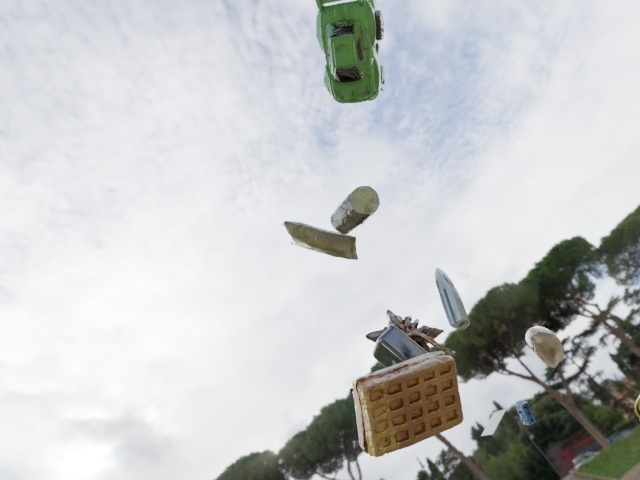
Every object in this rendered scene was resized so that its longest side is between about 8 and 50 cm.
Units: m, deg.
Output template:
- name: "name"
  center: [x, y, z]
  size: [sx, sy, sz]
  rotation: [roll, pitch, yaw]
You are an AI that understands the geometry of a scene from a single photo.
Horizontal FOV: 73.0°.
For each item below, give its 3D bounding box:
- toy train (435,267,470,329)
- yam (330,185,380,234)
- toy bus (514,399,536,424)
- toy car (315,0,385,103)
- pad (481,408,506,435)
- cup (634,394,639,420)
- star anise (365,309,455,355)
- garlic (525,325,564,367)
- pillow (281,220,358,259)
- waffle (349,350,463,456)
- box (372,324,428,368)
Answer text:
- name: "toy train"
  center: [0.415, 0.168, 1.387]
  size: [0.055, 0.252, 0.048]
  rotation: [19, -52, -20]
- name: "yam"
  center: [0.100, -0.087, 1.370]
  size: [0.107, 0.107, 0.183]
  rotation: [-4, -25, -31]
- name: "toy bus"
  center: [0.761, 0.639, 1.607]
  size: [0.038, 0.083, 0.046]
  rotation: [-16, -13, -16]
- name: "toy car"
  center: [0.091, -0.625, 1.395]
  size: [0.213, 0.176, 0.359]
  rotation: [2, -63, 18]
- name: "pad"
  center: [0.759, 0.799, 1.896]
  size: [0.127, 0.004, 0.190]
  rotation: [-51, -19, -19]
- name: "cup"
  center: [1.118, 0.524, 1.360]
  size: [0.185, 0.226, 0.241]
  rotation: [-28, -1, -44]
- name: "star anise"
  center: [0.379, 0.419, 1.854]
  size: [0.292, 0.349, 0.109]
  rotation: [-34, -40, -11]
- name: "garlic"
  center: [0.841, 0.400, 1.617]
  size: [0.112, 0.143, 0.318]
  rotation: [-41, -35, 2]
- name: "pillow"
  center: [0.000, 0.000, 1.709]
  size: [0.185, 0.302, 0.075]
  rotation: [75, -149, -61]
- name: "waffle"
  center: [0.253, 0.466, 1.250]
  size: [0.327, 0.098, 0.224]
  rotation: [-9, -88, -26]
- name: "box"
  center: [0.293, 0.428, 1.587]
  size: [0.090, 0.201, 0.144]
  rotation: [-32, -32, -34]
